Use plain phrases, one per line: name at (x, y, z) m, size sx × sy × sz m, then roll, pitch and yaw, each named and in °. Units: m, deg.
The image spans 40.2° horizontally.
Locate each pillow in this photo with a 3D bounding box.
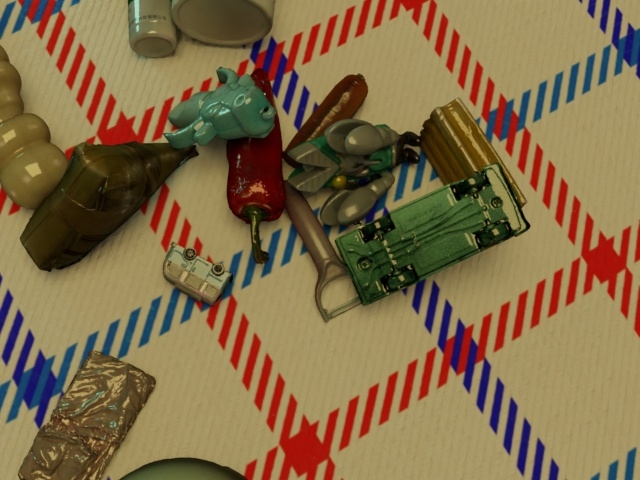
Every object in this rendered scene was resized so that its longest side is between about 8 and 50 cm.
pillow at (-0.391, 0.310, 1.460) m, size 0.135 × 0.049 × 0.248 m, roll 26°, pitch 69°, yaw 8°

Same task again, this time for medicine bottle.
medicine bottle at (-0.177, -0.583, 1.677) m, size 0.211 × 0.211 × 0.372 m, roll 3°, pitch 72°, yaw -4°
medicine bottle at (-0.328, -0.490, 1.697) m, size 0.095 × 0.095 × 0.260 m, roll -3°, pitch 71°, yaw -6°

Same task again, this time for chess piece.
chess piece at (-0.558, -0.192, 1.563) m, size 0.167 × 0.167 × 0.300 m, roll -36°, pitch 86°, yaw -14°

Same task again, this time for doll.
doll at (0.069, -0.152, 1.575) m, size 0.258 × 0.153 × 0.195 m, roll -38°, pitch 124°, yaw -12°

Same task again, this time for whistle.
whistle at (-0.177, -0.229, 1.565) m, size 0.273 × 0.093 × 0.186 m, roll 8°, pitch 54°, yaw 43°

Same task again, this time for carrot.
carrot at (0.014, -0.229, 1.657) m, size 0.067 × 0.067 × 0.225 m, roll 38°, pitch 75°, yaw 7°

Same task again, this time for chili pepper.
chili pepper at (-0.116, -0.147, 1.596) m, size 0.110 × 0.110 × 0.388 m, roll 0°, pitch 64°, yaw -5°

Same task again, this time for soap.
soap at (0.274, -0.132, 1.608) m, size 0.073 × 0.140 × 0.232 m, roll -28°, pitch 77°, yaw -12°

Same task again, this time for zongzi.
zongzi at (-0.374, -0.071, 1.573) m, size 0.123 × 0.289 × 0.260 m, roll 47°, pitch 116°, yaw 10°

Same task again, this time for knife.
knife at (0.000, -0.001, 1.593) m, size 0.123 × 0.053 × 0.278 m, roll -24°, pitch 77°, yaw -18°

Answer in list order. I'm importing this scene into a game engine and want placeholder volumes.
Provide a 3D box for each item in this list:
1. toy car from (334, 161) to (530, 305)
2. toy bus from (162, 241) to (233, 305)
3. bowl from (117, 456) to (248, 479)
toy car at (0.192, -0.013, 1.521) m, size 0.320 × 0.097 × 0.141 m, roll -26°, pitch 81°, yaw 13°
toy bus at (-0.223, 0.061, 1.548) m, size 0.123 × 0.060 × 0.075 m, roll 29°, pitch 76°, yaw 2°
bowl at (-0.225, 0.506, 1.339) m, size 0.353 × 0.185 × 0.354 m, roll 2°, pitch 72°, yaw -5°
